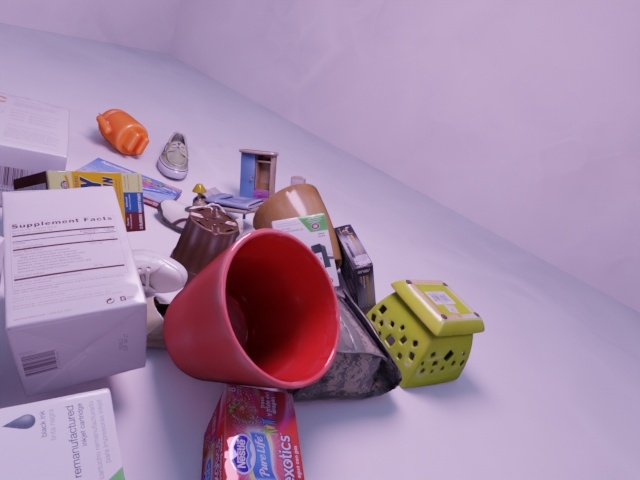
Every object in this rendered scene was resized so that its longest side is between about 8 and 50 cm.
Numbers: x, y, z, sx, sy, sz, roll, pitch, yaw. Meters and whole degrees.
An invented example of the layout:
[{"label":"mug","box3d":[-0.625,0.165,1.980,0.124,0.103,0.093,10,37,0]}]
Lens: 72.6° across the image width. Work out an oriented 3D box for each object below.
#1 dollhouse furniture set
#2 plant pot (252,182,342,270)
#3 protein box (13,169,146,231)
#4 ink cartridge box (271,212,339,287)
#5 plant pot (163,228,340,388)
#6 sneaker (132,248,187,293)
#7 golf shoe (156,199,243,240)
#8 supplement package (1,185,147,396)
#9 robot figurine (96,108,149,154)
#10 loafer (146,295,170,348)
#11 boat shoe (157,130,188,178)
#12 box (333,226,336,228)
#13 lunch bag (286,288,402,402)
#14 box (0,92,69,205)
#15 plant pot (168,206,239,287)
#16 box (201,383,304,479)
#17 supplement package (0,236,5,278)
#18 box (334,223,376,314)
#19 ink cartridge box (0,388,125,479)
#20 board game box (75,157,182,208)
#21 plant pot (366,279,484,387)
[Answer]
[{"label":"dollhouse furniture set","box3d":[-0.225,-0.186,1.426,0.287,0.198,0.303,10,16,19]},{"label":"plant pot","box3d":[-0.047,-0.005,1.341,0.237,0.237,0.254,-4,52,-47]},{"label":"protein box","box3d":[-0.545,-0.080,0.989,0.201,0.135,0.200,0,5,39]},{"label":"ink cartridge box","box3d":[-0.044,0.045,1.188,0.153,0.208,0.087,-10,-11,-9]},{"label":"plant pot","box3d":[-0.140,0.145,0.799,0.275,0.243,0.274,27,52,-40]},{"label":"sneaker","box3d":[-0.439,0.081,0.925,0.290,0.105,0.123,10,29,-6]},{"label":"golf shoe","box3d":[-0.346,-0.069,1.279,0.273,0.120,0.105,27,27,4]},{"label":"supplement package","box3d":[-0.411,0.067,0.726,0.175,0.177,0.293,-8,46,-30]},{"label":"robot figurine","box3d":[-0.714,-0.395,1.573,0.219,0.128,0.158,38,46,26]},{"label":"loafer","box3d":[-0.351,0.156,0.853,0.269,0.092,0.102,8,28,-36]},{"label":"boat shoe","box3d":[-0.549,-0.326,1.634,0.109,0.094,0.302,12,27,-28]},{"label":"box","box3d":[0.054,-0.022,1.675,0.136,0.028,0.081,11,28,-25]},{"label":"lunch bag","box3d":[0.037,0.228,0.993,0.287,0.168,0.235,14,26,-37]},{"label":"box","box3d":[-0.792,-0.240,1.142,0.215,0.168,0.345,8,30,-33]},{"label":"plant pot","box3d":[-0.290,0.016,1.106,0.167,0.165,0.167,21,25,-10]},{"label":"box","box3d":[-0.103,0.357,0.639,0.123,0.128,0.256,16,26,-20]},{"label":"supplement package","box3d":[-0.528,0.129,0.533,0.145,0.261,0.204,18,26,-15]},{"label":"box","box3d":[0.105,0.085,1.320,0.056,0.183,0.231,-14,33,-6]},{"label":"ink cartridge box","box3d":[-0.368,0.301,0.449,0.289,0.121,0.211,1,53,-42]},{"label":"board game box","box3d":[-0.596,-0.177,1.372,0.281,0.027,0.145,21,26,-8]},{"label":"plant pot","box3d":[0.276,0.230,1.162,0.228,0.207,0.227,5,32,-36]}]
